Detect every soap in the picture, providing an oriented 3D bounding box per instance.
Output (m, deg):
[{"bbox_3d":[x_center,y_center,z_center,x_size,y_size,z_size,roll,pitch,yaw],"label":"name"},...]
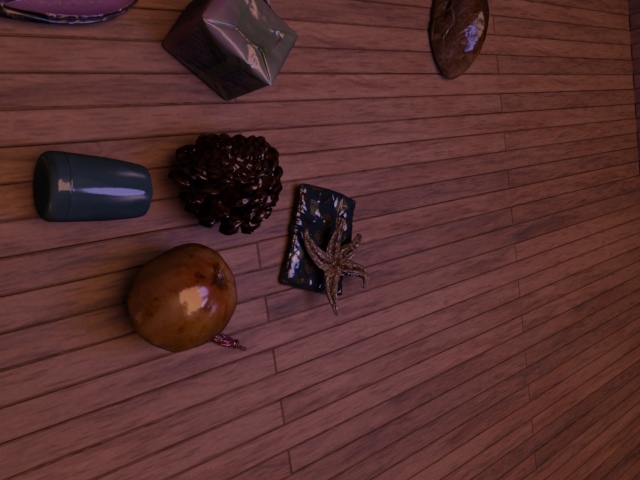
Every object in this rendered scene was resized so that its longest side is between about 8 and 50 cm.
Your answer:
[{"bbox_3d":[-0.180,-0.396,1.105,0.182,0.199,0.138,36,72,-32],"label":"soap"}]

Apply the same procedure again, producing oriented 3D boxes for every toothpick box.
[{"bbox_3d":[-0.397,-0.091,0.989,0.184,0.120,0.120,0,90,-41],"label":"toothpick box"}]

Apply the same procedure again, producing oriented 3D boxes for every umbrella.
[{"bbox_3d":[-0.223,0.204,1.188,0.165,0.025,0.027,31,94,-32],"label":"umbrella"}]

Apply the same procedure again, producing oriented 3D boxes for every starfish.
[{"bbox_3d":[0.035,0.056,1.332,0.213,0.057,0.238,21,76,-31],"label":"starfish"}]

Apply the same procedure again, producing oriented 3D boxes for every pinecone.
[{"bbox_3d":[-0.177,-0.106,1.110,0.221,0.221,0.221,0,91,-38],"label":"pinecone"}]

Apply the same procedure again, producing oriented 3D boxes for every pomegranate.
[{"bbox_3d":[-0.259,0.105,1.048,0.207,0.207,0.207,0,91,-38],"label":"pomegranate"}]

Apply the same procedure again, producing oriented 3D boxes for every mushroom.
[{"bbox_3d":[0.414,-0.616,1.595,0.156,0.151,0.286,3,88,-36],"label":"mushroom"}]

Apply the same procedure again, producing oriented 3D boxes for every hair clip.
[{"bbox_3d":[-0.458,-0.446,0.979,0.358,0.095,0.110,-28,72,-43],"label":"hair clip"}]

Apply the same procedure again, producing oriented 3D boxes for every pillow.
[{"bbox_3d":[0.002,-0.001,1.353,0.189,0.034,0.256,14,82,-37],"label":"pillow"}]

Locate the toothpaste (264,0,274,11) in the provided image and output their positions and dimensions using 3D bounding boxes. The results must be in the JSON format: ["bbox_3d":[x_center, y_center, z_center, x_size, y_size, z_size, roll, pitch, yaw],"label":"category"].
[{"bbox_3d":[-0.156,-0.567,1.147,0.073,0.114,0.299,-18,82,-17],"label":"toothpaste"}]
